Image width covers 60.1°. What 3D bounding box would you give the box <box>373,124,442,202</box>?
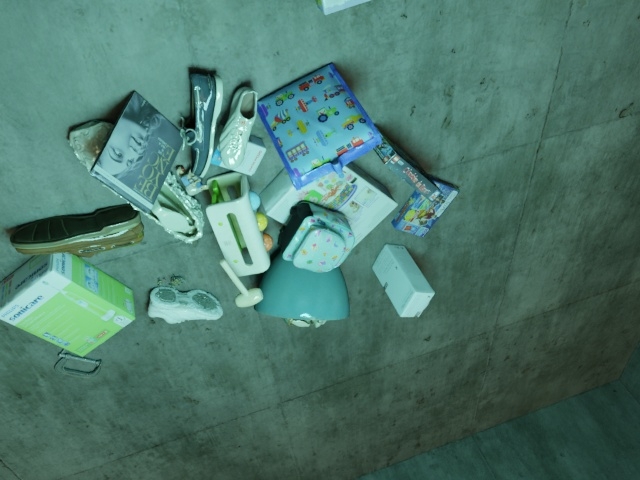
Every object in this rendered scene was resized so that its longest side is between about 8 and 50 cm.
[{"bbox_3d":[0.228,-0.213,1.537,0.044,0.159,0.233,-44,133,18],"label":"box"}]

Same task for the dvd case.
[{"bbox_3d":[-0.406,-0.197,1.250,0.018,0.221,0.164,0,151,37],"label":"dvd case"}]

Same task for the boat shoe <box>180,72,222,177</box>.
[{"bbox_3d":[-0.287,-0.266,1.298,0.079,0.095,0.255,0,129,-26],"label":"boat shoe"}]

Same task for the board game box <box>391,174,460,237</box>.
[{"bbox_3d":[0.337,-0.107,1.773,0.136,0.035,0.201,15,123,-34],"label":"board game box"}]

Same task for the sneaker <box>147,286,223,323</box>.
[{"bbox_3d":[-0.418,0.211,1.697,0.232,0.090,0.115,16,129,-24],"label":"sneaker"}]

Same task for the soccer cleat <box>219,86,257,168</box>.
[{"bbox_3d":[-0.192,-0.265,1.306,0.068,0.076,0.196,9,97,-33],"label":"soccer cleat"}]

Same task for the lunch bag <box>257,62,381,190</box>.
[{"bbox_3d":[-0.003,-0.254,1.297,0.220,0.293,0.138,-27,136,1],"label":"lunch bag"}]

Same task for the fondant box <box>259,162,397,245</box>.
[{"bbox_3d":[0.028,-0.115,1.583,0.238,0.096,0.330,-44,134,18],"label":"fondant box"}]

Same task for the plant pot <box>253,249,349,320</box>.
[{"bbox_3d":[-0.048,0.119,1.669,0.290,0.290,0.196,4,91,-28],"label":"plant pot"}]

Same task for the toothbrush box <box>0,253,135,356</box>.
[{"bbox_3d":[-0.682,0.167,1.498,0.206,0.122,0.283,-36,136,10],"label":"toothbrush box"}]

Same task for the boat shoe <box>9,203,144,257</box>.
[{"bbox_3d":[-0.600,0.000,1.389,0.307,0.111,0.105,-11,133,-15],"label":"boat shoe"}]

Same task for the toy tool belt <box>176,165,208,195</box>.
[{"bbox_3d":[-0.325,-0.159,1.409,0.051,0.052,0.083,-23,109,10],"label":"toy tool belt"}]

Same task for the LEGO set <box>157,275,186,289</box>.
[{"bbox_3d":[-0.440,0.119,1.641,0.083,0.023,0.054,16,121,-19],"label":"LEGO set"}]

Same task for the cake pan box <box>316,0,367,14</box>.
[{"bbox_3d":[0.099,-0.635,1.156,0.266,0.070,0.246,-20,137,-8],"label":"cake pan box"}]

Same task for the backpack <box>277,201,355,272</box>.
[{"bbox_3d":[0.000,0.000,1.511,0.188,0.144,0.166,12,121,-35],"label":"backpack"}]

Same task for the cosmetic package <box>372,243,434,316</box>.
[{"bbox_3d":[0.268,0.130,1.819,0.085,0.231,0.117,5,127,-28],"label":"cosmetic package"}]

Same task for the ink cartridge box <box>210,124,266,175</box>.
[{"bbox_3d":[-0.212,-0.226,1.400,0.122,0.052,0.089,15,123,-32],"label":"ink cartridge box"}]

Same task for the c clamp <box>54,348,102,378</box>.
[{"bbox_3d":[-0.756,0.387,1.738,0.137,0.022,0.160,-43,133,16],"label":"c clamp"}]

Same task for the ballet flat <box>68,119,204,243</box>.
[{"bbox_3d":[-0.418,-0.127,1.342,0.147,0.147,0.409,-36,134,10],"label":"ballet flat"}]

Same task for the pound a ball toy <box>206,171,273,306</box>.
[{"bbox_3d":[-0.202,0.002,1.493,0.135,0.208,0.319,-12,134,1],"label":"pound a ball toy"}]

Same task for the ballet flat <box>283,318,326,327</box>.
[{"bbox_3d":[-0.037,0.275,1.931,0.206,0.067,0.073,2,129,-27],"label":"ballet flat"}]
